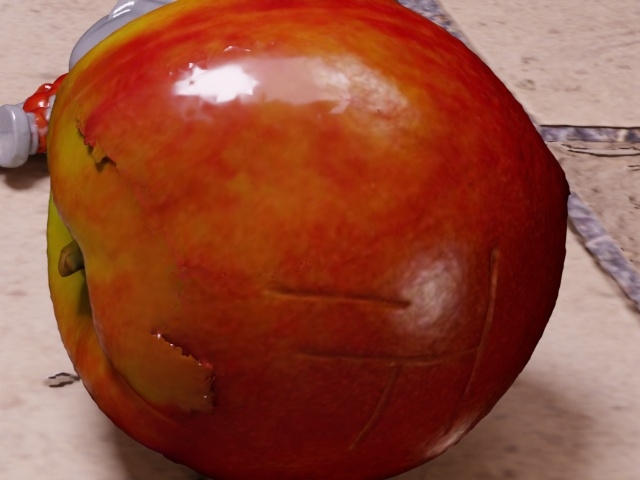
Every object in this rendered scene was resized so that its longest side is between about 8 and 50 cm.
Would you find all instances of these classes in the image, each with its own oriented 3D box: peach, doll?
[{"bbox_3d":[0.000,0.000,0.670,0.197,0.197,0.197,6,27,-3],"label":"peach"},{"bbox_3d":[-0.097,-0.081,0.917,0.180,0.079,0.094,-33,22,-34],"label":"doll"}]
